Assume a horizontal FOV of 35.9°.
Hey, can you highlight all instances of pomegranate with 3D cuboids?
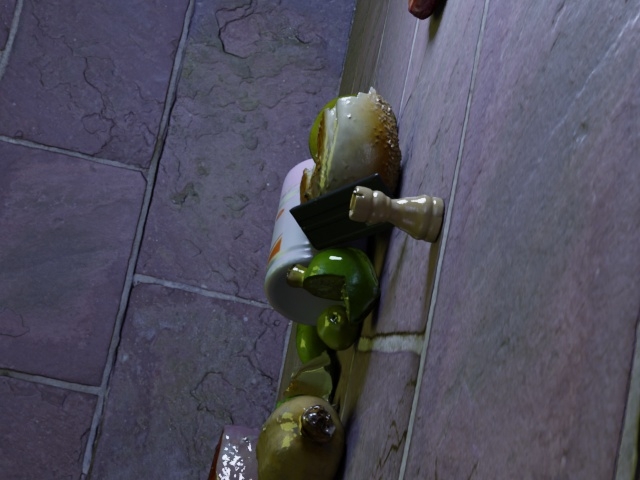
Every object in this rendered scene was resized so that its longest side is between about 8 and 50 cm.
[{"bbox_3d":[0.033,0.066,1.757,0.122,0.169,0.143,-55,-28,-9],"label":"pomegranate"}]

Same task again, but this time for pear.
[{"bbox_3d":[0.035,0.164,1.918,0.097,0.092,0.092,106,174,-48],"label":"pear"}]

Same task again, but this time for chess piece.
[{"bbox_3d":[0.102,-0.040,1.346,0.066,0.122,0.066,-168,90,-86],"label":"chess piece"}]

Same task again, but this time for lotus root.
[{"bbox_3d":[-0.030,0.376,1.793,0.343,0.151,0.169,115,152,-54],"label":"lotus root"}]

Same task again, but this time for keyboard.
[{"bbox_3d":[0.066,-0.052,1.640,0.041,0.103,0.381,-39,12,-26],"label":"keyboard"}]

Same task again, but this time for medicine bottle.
[{"bbox_3d":[0.000,0.000,2.050,0.316,0.202,0.202,-82,5,-46],"label":"medicine bottle"}]

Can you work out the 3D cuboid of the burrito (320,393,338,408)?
[{"bbox_3d":[-0.014,0.419,1.994,0.087,0.060,0.226,-98,20,-80],"label":"burrito"}]

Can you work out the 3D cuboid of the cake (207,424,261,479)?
[{"bbox_3d":[-0.164,0.607,2.329,0.237,0.230,0.309,-85,8,-47],"label":"cake"}]

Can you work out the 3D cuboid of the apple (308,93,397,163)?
[{"bbox_3d":[0.064,-0.202,1.987,0.196,0.157,0.196,-58,-9,-15],"label":"apple"}]

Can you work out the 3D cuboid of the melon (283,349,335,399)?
[{"bbox_3d":[-0.011,0.294,2.159,0.202,0.093,0.139,116,177,-49],"label":"melon"}]

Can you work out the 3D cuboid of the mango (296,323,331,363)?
[{"bbox_3d":[-0.013,0.228,2.286,0.163,0.089,0.117,-95,4,-77],"label":"mango"}]

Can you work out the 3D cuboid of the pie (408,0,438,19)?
[{"bbox_3d":[0.201,-0.478,1.754,0.182,0.049,0.182,-163,90,-84],"label":"pie"}]

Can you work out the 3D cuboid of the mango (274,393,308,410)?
[{"bbox_3d":[-0.046,0.384,2.075,0.100,0.119,0.178,54,168,30],"label":"mango"}]

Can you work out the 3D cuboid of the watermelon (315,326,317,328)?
[{"bbox_3d":[0.015,0.132,2.161,0.181,0.092,0.075,57,-139,-44],"label":"watermelon"}]

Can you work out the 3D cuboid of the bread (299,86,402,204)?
[{"bbox_3d":[0.057,-0.109,1.805,0.192,0.171,0.314,-89,13,-45],"label":"bread"}]
